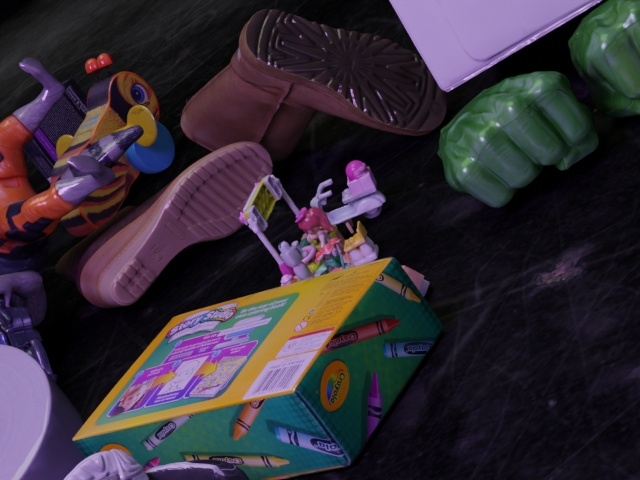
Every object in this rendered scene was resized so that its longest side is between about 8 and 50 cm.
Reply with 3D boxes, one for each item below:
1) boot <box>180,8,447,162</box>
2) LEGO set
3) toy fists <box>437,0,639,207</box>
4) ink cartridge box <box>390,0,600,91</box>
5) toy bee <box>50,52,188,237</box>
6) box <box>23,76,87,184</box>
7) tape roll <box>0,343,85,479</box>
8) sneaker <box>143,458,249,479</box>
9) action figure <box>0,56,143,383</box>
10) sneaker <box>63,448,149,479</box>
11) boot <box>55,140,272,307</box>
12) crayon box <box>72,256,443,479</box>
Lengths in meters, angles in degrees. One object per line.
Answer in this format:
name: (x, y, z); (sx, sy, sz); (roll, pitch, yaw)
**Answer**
boot: (-0.011, -0.143, 1.992); (0.089, 0.236, 0.269); (-68, 8, -22)
LEGO set: (0.000, 0.000, 1.660); (0.132, 0.107, 0.287); (-34, 19, 5)
toy fists: (0.224, -0.130, 1.612); (0.279, 0.096, 0.142); (-36, 3, -1)
ink cartridge box: (0.177, -0.288, 1.803); (0.197, 0.198, 0.270); (-29, 3, 20)
toy bee: (-0.270, -0.148, 2.398); (0.195, 0.162, 0.298); (-28, 20, 26)
box: (-0.350, -0.142, 2.589); (0.029, 0.116, 0.162); (-24, 21, 32)
tape roll: (-0.318, 0.200, 1.660); (0.219, 0.072, 0.219); (-17, 44, 18)
sneaker: (-0.127, 0.201, 1.461); (0.178, 0.072, 0.077); (-17, 14, 30)
action figure: (-0.308, 0.024, 1.996); (0.178, 0.341, 0.330); (0, -51, -47)
sneaker: (-0.199, 0.258, 1.362); (0.115, 0.090, 0.232); (-26, 34, 53)
boot: (-0.180, -0.029, 2.063); (0.248, 0.090, 0.207); (-43, 22, -12)
crayon box: (-0.054, 0.117, 1.511); (0.278, 0.081, 0.165); (-17, 26, 44)
